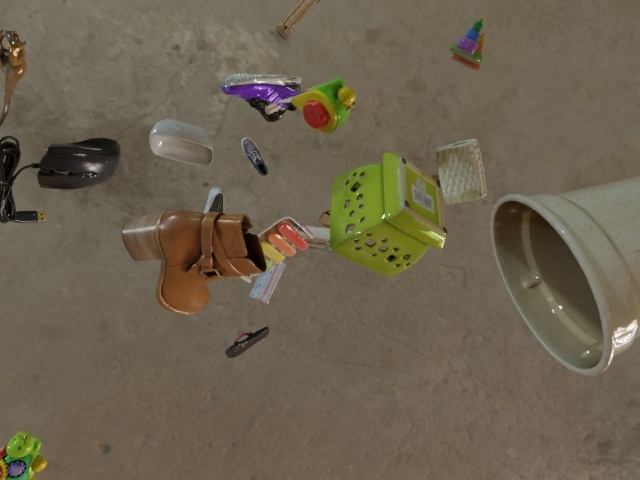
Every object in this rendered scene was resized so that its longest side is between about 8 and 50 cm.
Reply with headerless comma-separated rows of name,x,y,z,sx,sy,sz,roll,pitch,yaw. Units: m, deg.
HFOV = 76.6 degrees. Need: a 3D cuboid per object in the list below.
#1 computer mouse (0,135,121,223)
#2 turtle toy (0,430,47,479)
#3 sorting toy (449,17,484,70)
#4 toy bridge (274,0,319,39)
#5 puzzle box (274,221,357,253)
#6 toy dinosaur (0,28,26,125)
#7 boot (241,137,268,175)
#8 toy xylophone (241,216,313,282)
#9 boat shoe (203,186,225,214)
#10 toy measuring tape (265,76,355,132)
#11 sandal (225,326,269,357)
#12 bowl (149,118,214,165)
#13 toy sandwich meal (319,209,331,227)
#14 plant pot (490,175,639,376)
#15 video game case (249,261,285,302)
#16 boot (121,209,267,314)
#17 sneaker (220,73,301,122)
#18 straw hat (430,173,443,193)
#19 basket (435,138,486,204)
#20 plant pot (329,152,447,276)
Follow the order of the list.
computer mouse,-0.497,-0.108,0.790,0.060,0.262,0.184,35,113,10
turtle toy,-0.594,0.428,0.794,0.095,0.066,0.130,37,100,20
sorting toy,0.553,-0.714,1.460,0.127,0.365,0.126,31,111,10
toy bridge,0.001,-0.409,0.658,0.026,0.063,0.188,43,88,-21
puzzle box,0.000,0.000,1.909,0.409,0.272,0.052,7,75,8
toy dinosaur,-0.557,-0.310,0.734,0.064,0.112,0.211,1,64,-21
boot,-0.302,-0.393,1.899,0.069,0.086,0.190,-34,119,-6
toy xylophone,-0.171,0.038,1.536,0.323,0.236,0.081,-40,56,12
boat shoe,-0.386,-0.078,1.449,0.083,0.076,0.226,3,108,-20
toy measuring tape,-0.025,-0.329,1.046,0.121,0.330,0.121,-4,96,-39
sandal,-0.241,0.322,1.308,0.040,0.179,0.067,40,126,21
bowl,-0.316,-0.229,0.942,0.142,0.142,0.053,13,77,-16
toy sandwich meal,0.038,-0.087,1.655,0.086,0.029,0.085,-4,115,-9
plant pot,0.528,0.025,0.712,0.306,0.334,0.333,-20,97,3
video game case,-0.265,0.200,1.991,0.025,0.285,0.204,29,77,-19
boot,-0.203,0.048,0.763,0.220,0.109,0.283,-3,133,10
sneaker,-0.173,-0.444,1.277,0.102,0.293,0.146,26,123,39
straw hat,0.555,-0.245,1.844,0.145,0.144,0.061,20,119,1
basket,0.389,-0.188,1.127,0.113,0.103,0.167,-9,99,27
plant pot,0.176,-0.067,1.014,0.228,0.227,0.207,25,143,-32
